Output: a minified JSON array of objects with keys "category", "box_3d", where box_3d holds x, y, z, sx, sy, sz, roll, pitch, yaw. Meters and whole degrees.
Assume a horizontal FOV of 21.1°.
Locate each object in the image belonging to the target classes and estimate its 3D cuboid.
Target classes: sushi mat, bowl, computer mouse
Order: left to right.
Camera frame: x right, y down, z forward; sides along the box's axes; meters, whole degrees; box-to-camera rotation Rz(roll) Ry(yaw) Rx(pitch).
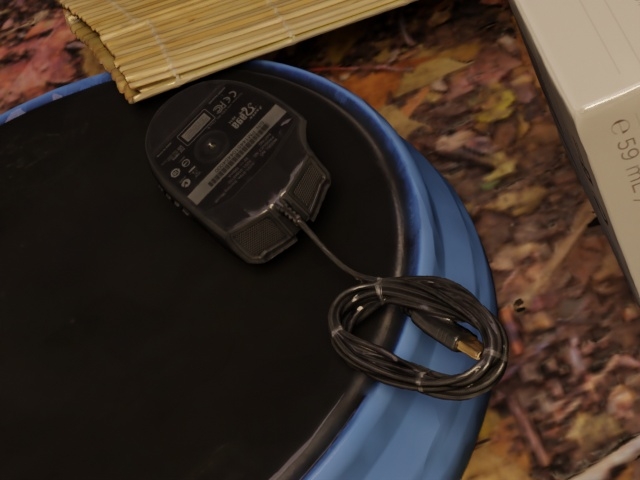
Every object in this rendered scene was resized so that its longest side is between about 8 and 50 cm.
[{"category":"bowl","box_3d":[-0.109,0.058,0.852,0.391,0.077,0.391,-14,45,14]},{"category":"computer mouse","box_3d":[0.000,0.000,0.774,0.071,0.041,0.242,-44,51,-4]},{"category":"sushi mat","box_3d":[0.019,-0.158,0.971,0.316,0.019,0.151,-21,30,-11]}]

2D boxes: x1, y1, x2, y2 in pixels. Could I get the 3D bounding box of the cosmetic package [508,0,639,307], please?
[{"category":"cosmetic package","box_3d":[0.194,-0.086,0.778,0.183,0.151,0.151,-23,43,7]}]
